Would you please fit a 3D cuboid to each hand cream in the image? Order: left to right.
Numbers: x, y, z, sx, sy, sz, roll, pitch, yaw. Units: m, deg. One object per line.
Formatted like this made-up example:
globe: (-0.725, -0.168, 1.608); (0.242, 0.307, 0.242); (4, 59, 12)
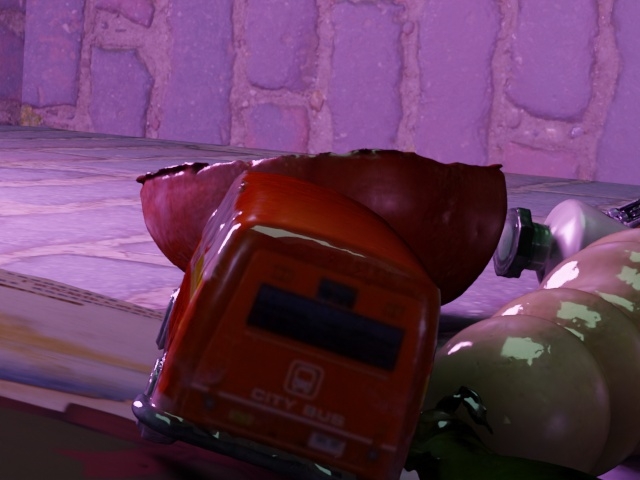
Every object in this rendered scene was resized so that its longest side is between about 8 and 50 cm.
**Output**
hand cream: (0.290, 0.028, 1.008); (0.336, 0.076, 0.121); (10, 7, -11)

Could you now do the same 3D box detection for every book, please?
book: (-0.071, 0.057, 0.463); (0.201, 0.026, 0.289); (16, 7, -6)

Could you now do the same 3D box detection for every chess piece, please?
chess piece: (0.096, 0.049, 0.532); (0.094, 0.094, 0.170); (8, 11, 33)

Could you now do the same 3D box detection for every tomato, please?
tomato: (0.002, 0.003, 0.851); (0.228, 0.101, 0.228); (0, -1, 0)

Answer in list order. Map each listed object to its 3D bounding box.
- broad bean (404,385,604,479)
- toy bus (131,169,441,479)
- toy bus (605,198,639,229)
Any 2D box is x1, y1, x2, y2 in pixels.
broad bean: (0.158, 0.087, 0.369); (0.292, 0.049, 0.144); (8, 14, 8)
toy bus: (-0.009, 0.022, 0.445); (0.079, 0.077, 0.174); (18, 7, -6)
toy bus: (0.302, -0.008, 1.289); (0.052, 0.058, 0.102); (-24, 6, 3)
